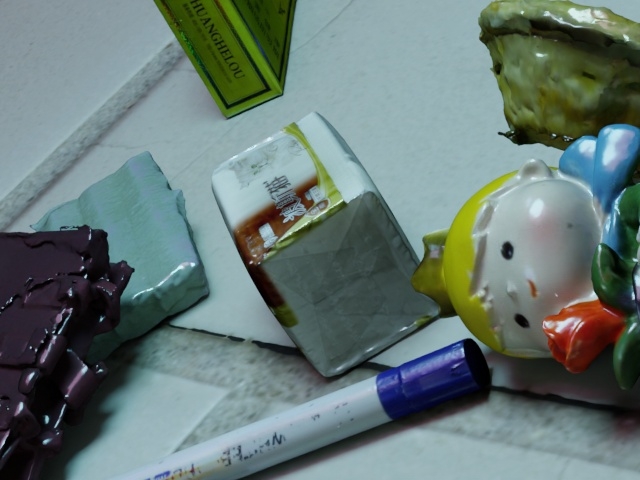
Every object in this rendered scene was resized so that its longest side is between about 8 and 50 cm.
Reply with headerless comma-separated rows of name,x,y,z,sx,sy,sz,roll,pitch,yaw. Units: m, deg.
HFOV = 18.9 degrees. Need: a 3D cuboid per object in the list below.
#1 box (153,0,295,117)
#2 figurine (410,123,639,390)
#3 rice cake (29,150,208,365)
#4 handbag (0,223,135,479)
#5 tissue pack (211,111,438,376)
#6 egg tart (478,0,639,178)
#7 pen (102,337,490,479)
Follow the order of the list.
box,-0.081,-0.222,1.670,0.064,0.141,0.220,-22,29,19
figurine,0.148,0.028,1.054,0.234,0.127,0.185,-4,42,24
rice cake,-0.153,0.006,1.469,0.127,0.043,0.237,-31,28,-2
handbag,-0.241,0.090,1.336,0.216,0.074,0.203,-2,54,37
tissue pack,0.000,0.001,1.252,0.099,0.106,0.149,-31,26,0
egg tart,0.186,-0.087,1.150,0.212,0.212,0.090,12,90,53
pen,-0.026,0.119,1.160,0.269,0.033,0.033,-22,28,18
